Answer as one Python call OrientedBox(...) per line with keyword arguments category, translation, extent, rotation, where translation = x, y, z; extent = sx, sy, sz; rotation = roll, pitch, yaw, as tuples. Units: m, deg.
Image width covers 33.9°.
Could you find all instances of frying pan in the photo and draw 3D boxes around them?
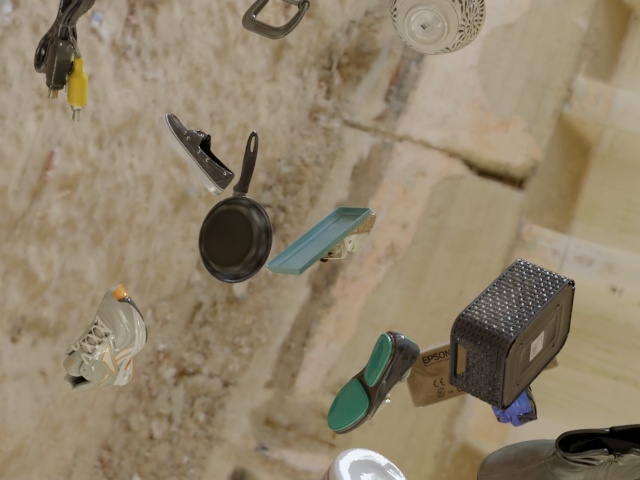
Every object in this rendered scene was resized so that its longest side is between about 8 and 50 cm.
OrientedBox(category="frying pan", translation=(-0.204, -0.064, 2.330), extent=(0.197, 0.053, 0.326), rotation=(-20, 109, -34))

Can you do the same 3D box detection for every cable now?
OrientedBox(category="cable", translation=(-0.410, -0.344, 1.735), extent=(0.072, 0.139, 0.287), rotation=(-7, 135, -37))

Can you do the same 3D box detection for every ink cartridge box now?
OrientedBox(category="ink cartridge box", translation=(0.258, 0.189, 1.686), extent=(0.193, 0.234, 0.088), rotation=(9, 63, -79))

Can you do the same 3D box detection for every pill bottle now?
OrientedBox(category="pill bottle", translation=(0.034, 0.524, 1.904), extent=(0.283, 0.160, 0.160), rotation=(-59, 177, 32))

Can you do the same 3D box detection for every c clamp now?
OrientedBox(category="c clamp", translation=(-0.075, -0.420, 1.874), extent=(0.137, 0.160, 0.022), rotation=(-44, 135, -7))

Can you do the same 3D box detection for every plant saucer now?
OrientedBox(category="plant saucer", translation=(0.000, 0.000, 1.579), extent=(0.192, 0.067, 0.018), rotation=(-38, 121, -41))

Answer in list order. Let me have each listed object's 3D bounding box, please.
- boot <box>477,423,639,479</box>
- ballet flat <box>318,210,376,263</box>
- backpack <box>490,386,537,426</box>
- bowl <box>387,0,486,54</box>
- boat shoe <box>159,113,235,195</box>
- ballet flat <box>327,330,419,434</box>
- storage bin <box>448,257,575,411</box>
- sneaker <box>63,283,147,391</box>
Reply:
OrientedBox(category="boot", translation=(0.315, 0.276, 1.360), extent=(0.161, 0.246, 0.084), rotation=(57, 26, -61))
OrientedBox(category="ballet flat", translation=(0.054, -0.001, 2.189), extent=(0.206, 0.073, 0.067), rotation=(-30, -111, 53))
OrientedBox(category="backpack", translation=(0.435, 0.361, 2.381), extent=(0.120, 0.101, 0.098), rotation=(65, 4, -52))
OrientedBox(category="bowl", translation=(0.183, -0.369, 1.737), extent=(0.080, 0.170, 0.170), rotation=(-63, 166, -48))
OrientedBox(category="boat shoe", translation=(-0.269, -0.205, 2.323), extent=(0.076, 0.228, 0.080), rotation=(-41, 160, 13))
OrientedBox(category="ballet flat", translation=(0.083, 0.212, 1.522), extent=(0.203, 0.074, 0.074), rotation=(-60, 177, 32))
OrientedBox(category="storage bin", translation=(0.253, 0.122, 1.384), extent=(0.180, 0.084, 0.122), rotation=(-38, 139, -38))
OrientedBox(category="sneaker", translation=(-0.376, 0.182, 1.793), extent=(0.121, 0.099, 0.262), rotation=(-20, 147, -33))
